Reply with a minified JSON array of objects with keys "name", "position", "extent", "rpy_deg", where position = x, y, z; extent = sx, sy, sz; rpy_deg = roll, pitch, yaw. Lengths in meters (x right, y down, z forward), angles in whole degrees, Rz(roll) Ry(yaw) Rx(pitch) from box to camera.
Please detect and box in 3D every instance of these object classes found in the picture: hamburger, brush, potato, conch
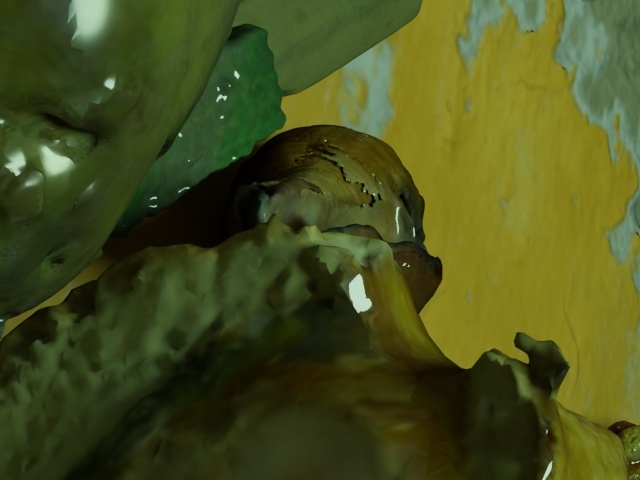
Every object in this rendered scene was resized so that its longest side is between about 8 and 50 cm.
[{"name":"hamburger","position":[-0.044,0.168,0.418],"extent":[0.330,0.162,0.209],"rpy_deg":[-55,148,-7]},{"name":"brush","position":[-0.022,-0.074,0.575],"extent":[0.282,0.048,0.054],"rpy_deg":[-40,124,-49]},{"name":"potato","position":[-0.078,-0.116,0.398],"extent":[0.192,0.141,0.296],"rpy_deg":[98,-1,-62]},{"name":"conch","position":[-0.001,0.005,0.546],"extent":[0.086,0.080,0.233],"rpy_deg":[36,16,-6]}]

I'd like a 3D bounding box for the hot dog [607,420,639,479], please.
[{"name":"hot dog","position":[0.208,0.146,0.882],"extent":[0.078,0.061,0.169],"rpy_deg":[-40,133,5]}]
